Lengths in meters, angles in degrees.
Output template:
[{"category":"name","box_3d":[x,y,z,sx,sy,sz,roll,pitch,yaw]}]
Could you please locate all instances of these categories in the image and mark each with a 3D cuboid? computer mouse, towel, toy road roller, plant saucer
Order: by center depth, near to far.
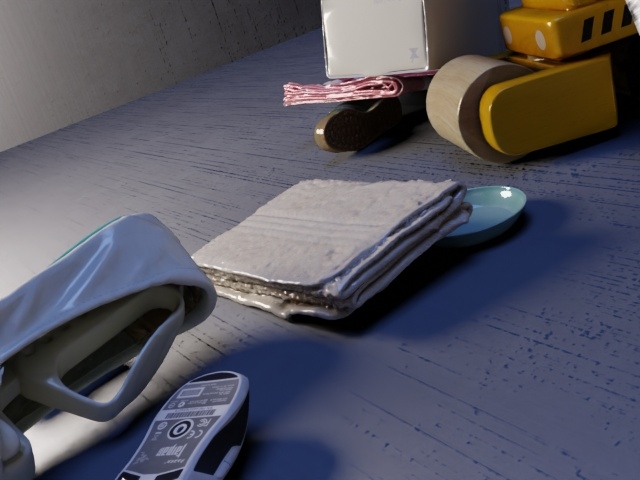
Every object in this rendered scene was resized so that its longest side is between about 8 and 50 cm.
[{"category":"computer mouse","box_3d":[-0.093,0.157,0.510,0.106,0.042,0.193,-11,26,30]},{"category":"plant saucer","box_3d":[0.145,-0.020,0.795,0.119,0.021,0.119,-16,20,6]},{"category":"towel","box_3d":[0.000,0.000,0.799,0.187,0.049,0.282,-36,23,-27]},{"category":"toy road roller","box_3d":[0.283,-0.254,0.969,0.329,0.241,0.202,-19,20,-4]},{"category":"towel","box_3d":[0.128,-0.266,1.333,0.237,0.037,0.329,4,17,40]}]

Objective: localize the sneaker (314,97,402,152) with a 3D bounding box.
[{"category":"sneaker","box_3d":[0.039,-0.175,1.234,0.086,0.064,0.192,0,21,43]}]

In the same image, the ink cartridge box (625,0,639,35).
[{"category":"ink cartridge box","box_3d":[0.393,-0.285,0.734,0.129,0.308,0.223,-9,-14,-31]}]

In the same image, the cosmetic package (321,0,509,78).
[{"category":"cosmetic package","box_3d":[0.150,-0.305,1.179,0.160,0.113,0.309,3,14,32]}]

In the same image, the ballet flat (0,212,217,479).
[{"category":"ballet flat","box_3d":[-0.229,0.113,0.616,0.139,0.139,0.400,1,31,42]}]
